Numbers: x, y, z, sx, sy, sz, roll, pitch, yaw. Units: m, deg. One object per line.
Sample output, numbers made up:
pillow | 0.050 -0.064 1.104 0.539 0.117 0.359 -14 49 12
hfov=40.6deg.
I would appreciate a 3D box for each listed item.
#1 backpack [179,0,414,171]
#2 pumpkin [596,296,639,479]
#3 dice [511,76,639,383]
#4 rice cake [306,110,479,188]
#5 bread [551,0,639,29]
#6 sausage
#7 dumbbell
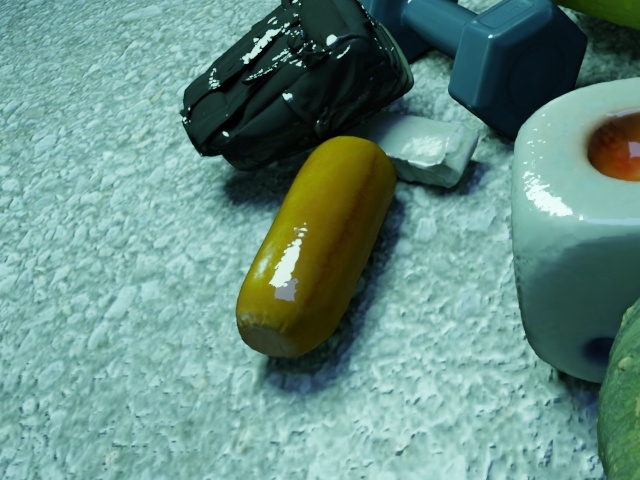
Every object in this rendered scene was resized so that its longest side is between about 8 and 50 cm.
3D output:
backpack | -0.042 -0.182 0.986 0.258 0.133 0.206 -32 45 12
pumpkin | 0.297 0.147 0.464 0.292 0.257 0.327 10 43 14
dice | 0.259 -0.007 0.695 0.193 0.191 0.194 -3 46 18
rice cake | 0.022 -0.130 1.026 0.365 0.056 0.072 19 65 36
bread | 0.368 -0.396 0.924 0.308 0.348 0.348 22 56 25
sausage | -0.001 0.000 0.865 0.105 0.105 0.274 3 46 25
dumbbell | 0.160 -0.251 1.035 0.143 0.156 0.316 -54 42 11
